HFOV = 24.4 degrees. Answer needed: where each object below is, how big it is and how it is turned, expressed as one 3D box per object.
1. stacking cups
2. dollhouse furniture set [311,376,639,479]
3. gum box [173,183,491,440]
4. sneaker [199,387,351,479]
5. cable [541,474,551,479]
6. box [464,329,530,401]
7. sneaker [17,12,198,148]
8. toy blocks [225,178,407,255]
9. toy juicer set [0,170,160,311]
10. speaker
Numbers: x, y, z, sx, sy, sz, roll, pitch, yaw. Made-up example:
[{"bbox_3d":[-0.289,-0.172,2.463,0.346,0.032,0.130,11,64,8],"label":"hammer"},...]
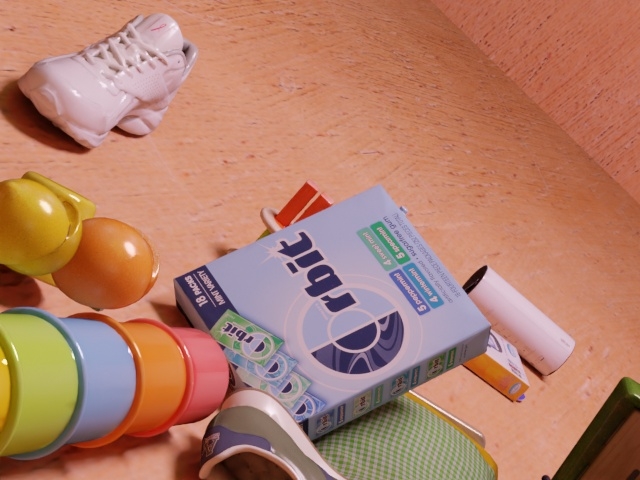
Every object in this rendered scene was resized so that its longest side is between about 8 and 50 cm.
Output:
[{"bbox_3d":[-0.144,0.082,0.837,0.096,0.096,0.316,50,18,21],"label":"stacking cups"},{"bbox_3d":[0.149,0.167,1.102,0.301,0.151,0.197,32,19,-6],"label":"dollhouse furniture set"},{"bbox_3d":[0.007,0.056,1.109,0.157,0.184,0.041,54,-21,31],"label":"gum box"},{"bbox_3d":[-0.005,0.184,0.961,0.192,0.064,0.086,42,25,-1],"label":"sneaker"},{"bbox_3d":[0.234,0.263,1.297,0.184,0.047,0.150,17,32,-51],"label":"cable"},{"bbox_3d":[0.166,0.112,1.540,0.136,0.028,0.081,35,19,-19],"label":"box"},{"bbox_3d":[-0.175,-0.151,1.272,0.090,0.115,0.232,43,18,3],"label":"sneaker"},{"bbox_3d":[0.000,0.000,1.243,0.054,0.148,0.123,22,27,-50],"label":"toy blocks"},{"bbox_3d":[-0.237,-0.025,0.841,0.329,0.089,0.209,29,-2,-40],"label":"toy juicer set"},{"bbox_3d":[0.217,0.089,1.658,0.136,0.055,0.055,40,18,-7],"label":"speaker"}]
